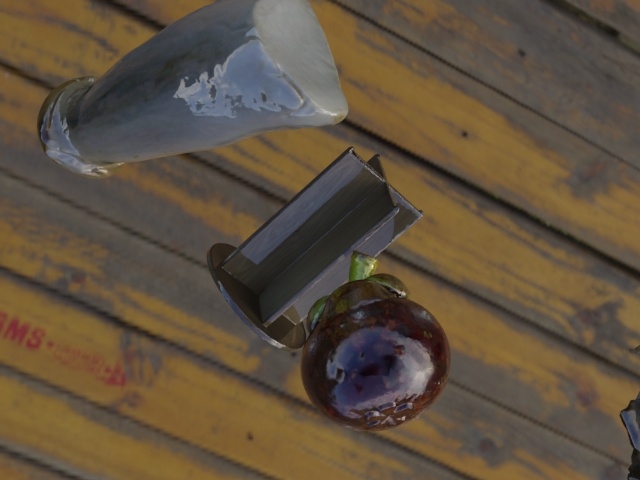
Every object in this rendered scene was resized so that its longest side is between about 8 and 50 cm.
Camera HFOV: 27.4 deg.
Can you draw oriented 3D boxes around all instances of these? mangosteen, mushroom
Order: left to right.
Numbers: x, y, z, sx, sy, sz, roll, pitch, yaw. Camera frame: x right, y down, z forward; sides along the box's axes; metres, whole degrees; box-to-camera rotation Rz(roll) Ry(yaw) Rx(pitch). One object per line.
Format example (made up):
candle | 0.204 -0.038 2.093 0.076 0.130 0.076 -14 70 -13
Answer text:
mushroom | -0.144 -0.167 1.408 0.407 0.137 0.154 -9 93 39
mangosteen | 0.039 0.101 1.293 0.146 0.181 0.156 -24 155 -25

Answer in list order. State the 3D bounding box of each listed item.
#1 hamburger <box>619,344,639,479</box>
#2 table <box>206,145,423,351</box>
hamburger | 0.351 0.182 0.528 0.268 0.445 0.287 0 151 -34
table | 0.000 0.000 1.582 0.227 0.167 0.167 -42 114 16
